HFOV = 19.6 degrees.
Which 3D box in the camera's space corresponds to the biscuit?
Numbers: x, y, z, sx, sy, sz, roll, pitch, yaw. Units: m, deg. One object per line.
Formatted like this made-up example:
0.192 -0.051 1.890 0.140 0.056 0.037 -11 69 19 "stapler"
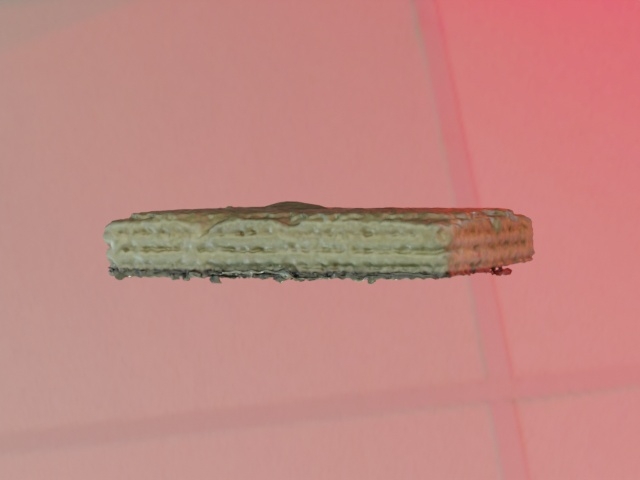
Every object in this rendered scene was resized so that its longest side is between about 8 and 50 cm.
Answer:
0.000 0.000 0.959 0.199 0.121 0.041 0 -88 29 "biscuit"
